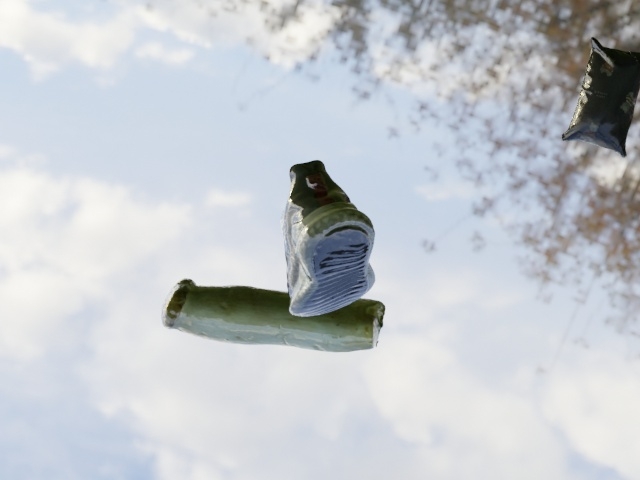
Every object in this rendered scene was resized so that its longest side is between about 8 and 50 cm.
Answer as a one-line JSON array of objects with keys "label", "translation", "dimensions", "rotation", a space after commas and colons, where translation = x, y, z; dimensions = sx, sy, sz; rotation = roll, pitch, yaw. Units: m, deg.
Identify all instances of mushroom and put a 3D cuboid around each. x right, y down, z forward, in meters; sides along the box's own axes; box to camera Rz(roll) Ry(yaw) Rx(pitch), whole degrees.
[{"label": "mushroom", "translation": [-0.070, 0.107, 1.926], "dimensions": [0.312, 0.081, 0.100], "rotation": [5, -151, 10]}]

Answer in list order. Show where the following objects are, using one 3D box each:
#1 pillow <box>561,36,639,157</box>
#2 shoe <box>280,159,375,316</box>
[{"label": "pillow", "translation": [0.394, -0.197, 1.923], "dimensions": [0.090, 0.150, 0.048], "rotation": [20, -171, 40]}, {"label": "shoe", "translation": [0.000, 0.000, 1.522], "dimensions": [0.099, 0.227, 0.112], "rotation": [-17, -113, -12]}]
